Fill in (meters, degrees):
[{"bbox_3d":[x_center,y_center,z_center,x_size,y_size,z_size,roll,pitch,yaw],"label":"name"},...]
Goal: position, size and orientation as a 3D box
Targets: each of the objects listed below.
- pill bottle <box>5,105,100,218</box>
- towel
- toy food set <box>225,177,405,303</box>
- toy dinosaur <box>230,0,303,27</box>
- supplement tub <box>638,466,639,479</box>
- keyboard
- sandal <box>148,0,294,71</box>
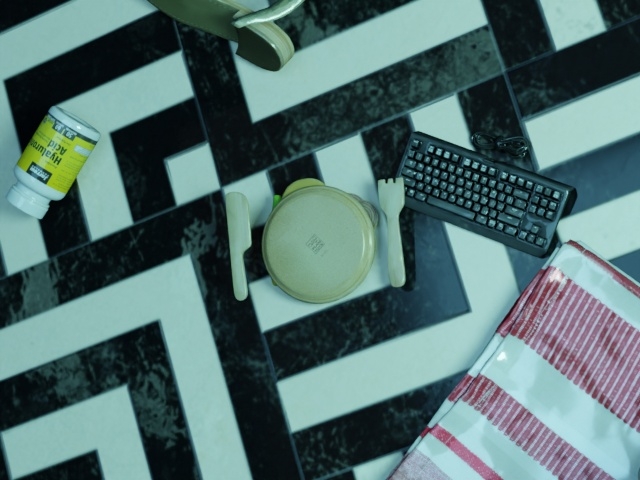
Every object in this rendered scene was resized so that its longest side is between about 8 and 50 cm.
[{"bbox_3d":[-0.298,-0.085,2.017,0.065,0.065,0.116,33,95,23],"label":"pill bottle"},{"bbox_3d":[0.235,0.191,1.769,0.237,0.037,0.329,38,96,22],"label":"towel"},{"bbox_3d":[0.000,0.000,1.901,0.192,0.038,0.132,-4,87,16],"label":"toy food set"},{"bbox_3d":[0.027,-0.309,1.911,0.118,0.064,0.268,27,78,34],"label":"toy dinosaur"},{"bbox_3d":[0.459,0.207,1.556,0.316,0.228,0.228,-33,70,2],"label":"supplement tub"},{"bbox_3d":[0.165,-0.062,1.847,0.180,0.023,0.108,22,90,23],"label":"keyboard"},{"bbox_3d":[-0.113,-0.274,1.982,0.240,0.088,0.079,34,63,17],"label":"sandal"}]
